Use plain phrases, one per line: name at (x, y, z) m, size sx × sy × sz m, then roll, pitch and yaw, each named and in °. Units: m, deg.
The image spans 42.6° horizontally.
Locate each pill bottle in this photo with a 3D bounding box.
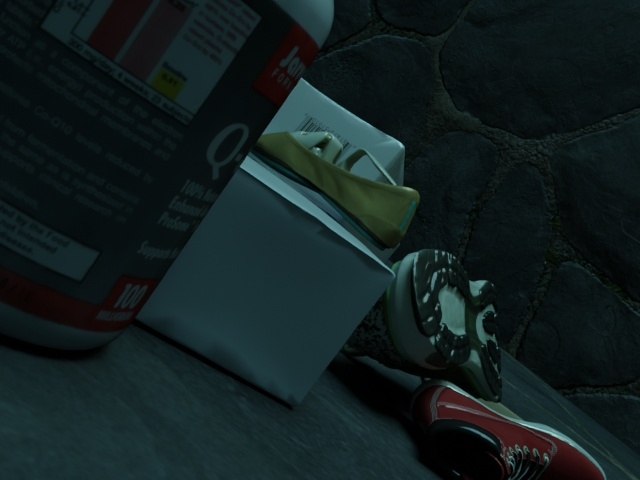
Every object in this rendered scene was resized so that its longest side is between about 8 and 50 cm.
pill bottle at (-0.122, -0.129, 0.527) m, size 0.210 × 0.363 × 0.210 m, roll 35°, pitch 6°, yaw -4°

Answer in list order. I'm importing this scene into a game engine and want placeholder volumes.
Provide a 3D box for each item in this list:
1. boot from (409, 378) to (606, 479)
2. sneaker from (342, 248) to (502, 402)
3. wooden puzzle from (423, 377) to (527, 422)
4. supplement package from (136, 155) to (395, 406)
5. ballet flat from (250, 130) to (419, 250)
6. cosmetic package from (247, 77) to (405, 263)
boot at (0.213, 0.246, 0.876) m, size 0.244 × 0.088 × 0.176 m, roll 27°, pitch 6°, yaw -4°
sneaker at (0.123, 0.115, 1.058) m, size 0.182 × 0.158 × 0.410 m, roll -5°, pitch -23°, yaw 25°
wooden puzzle at (0.258, 0.269, 1.223) m, size 0.238 × 0.044 × 0.221 m, roll 31°, pitch 5°, yaw 2°
supplement package at (-0.077, 0.009, 0.749) m, size 0.194 × 0.149 × 0.203 m, roll 34°, pitch 5°, yaw -23°
ballet flat at (0.015, -0.071, 0.856) m, size 0.232 × 0.073 × 0.080 m, roll 38°, pitch 3°, yaw 36°
cosmetic package at (0.010, -0.067, 1.355) m, size 0.217 × 0.156 × 0.385 m, roll 36°, pitch -14°, yaw 15°
